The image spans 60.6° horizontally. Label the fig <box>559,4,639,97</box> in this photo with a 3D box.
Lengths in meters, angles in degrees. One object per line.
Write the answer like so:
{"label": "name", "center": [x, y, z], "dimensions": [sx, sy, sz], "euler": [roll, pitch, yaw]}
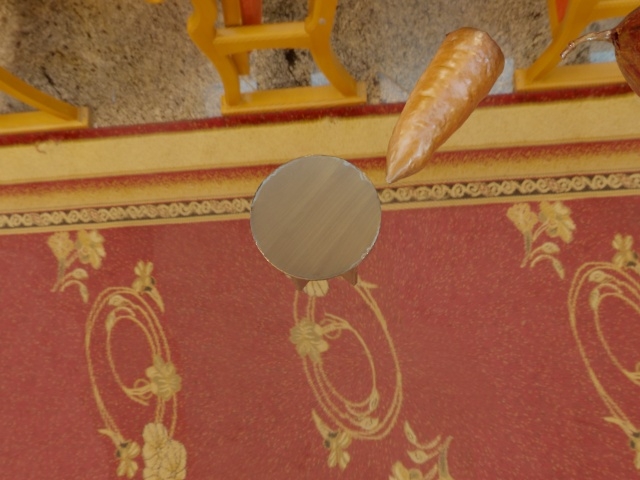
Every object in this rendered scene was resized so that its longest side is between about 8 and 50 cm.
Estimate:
{"label": "fig", "center": [0.423, -0.238, 0.647], "dimensions": [0.149, 0.148, 0.202], "euler": [-23, 60, -9]}

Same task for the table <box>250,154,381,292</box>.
{"label": "table", "center": [0.000, 0.000, 0.792], "dimensions": [0.167, 0.226, 0.167], "euler": [-1, 73, 3]}

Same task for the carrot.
{"label": "carrot", "center": [0.114, -0.124, 0.533], "dimensions": [0.072, 0.072, 0.205], "euler": [28, 62, 11]}
